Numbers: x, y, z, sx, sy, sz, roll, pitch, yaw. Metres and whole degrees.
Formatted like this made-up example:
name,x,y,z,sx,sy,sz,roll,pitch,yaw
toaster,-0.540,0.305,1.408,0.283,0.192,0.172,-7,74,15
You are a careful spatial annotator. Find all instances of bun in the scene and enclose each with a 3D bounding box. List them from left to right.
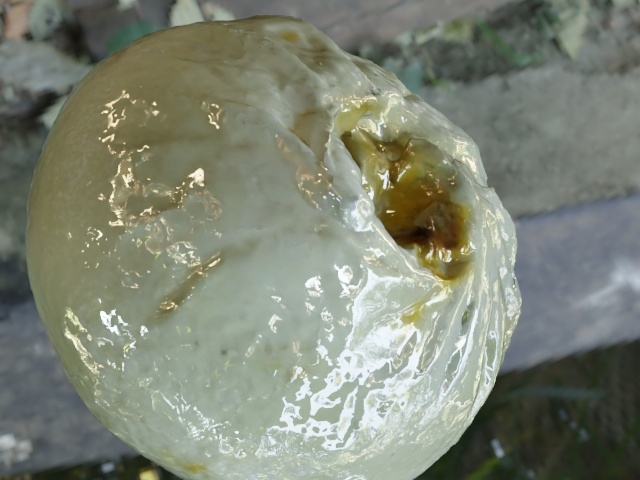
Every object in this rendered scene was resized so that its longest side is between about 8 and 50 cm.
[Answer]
name,x,y,z,sx,sy,sz,roll,pitch,yaw
bun,0.000,0.000,0.652,0.222,0.222,0.127,3,163,-39
